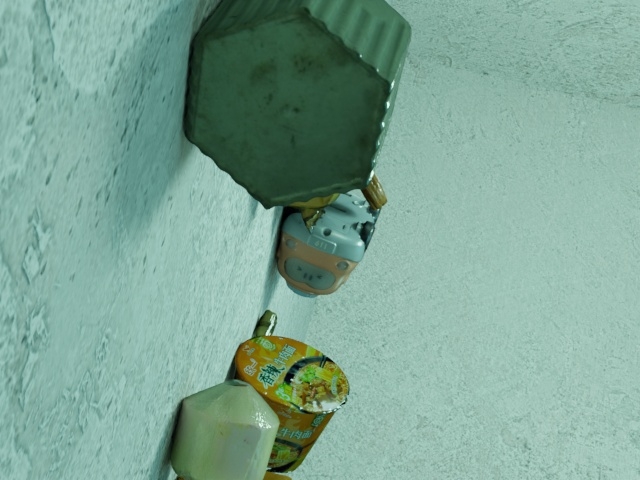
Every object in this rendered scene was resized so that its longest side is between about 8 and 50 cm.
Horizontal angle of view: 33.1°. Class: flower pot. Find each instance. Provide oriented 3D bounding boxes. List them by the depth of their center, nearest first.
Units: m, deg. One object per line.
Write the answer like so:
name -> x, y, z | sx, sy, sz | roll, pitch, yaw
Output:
flower pot -> -0.022, -0.174, 1.174 | 0.209, 0.239, 0.189 | -41, -163, 29

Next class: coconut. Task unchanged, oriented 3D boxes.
coconut -> -0.137, 0.275, 1.549 | 0.147, 0.147, 0.153 | 15, 90, -86

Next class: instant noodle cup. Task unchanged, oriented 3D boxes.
instant noodle cup -> -0.081, 0.321, 2.062 | 0.230, 0.230, 0.182 | -68, 180, -65

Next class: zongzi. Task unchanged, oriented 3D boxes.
zongzi -> -0.124, 0.195, 2.266 | 0.083, 0.040, 0.076 | -53, -171, 52

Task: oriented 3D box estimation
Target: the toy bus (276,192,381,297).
toy bus -> 0.000, 0.000, 2.350 | 0.288, 0.194, 0.232 | -70, -175, -64

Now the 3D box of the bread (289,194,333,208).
bread -> -0.023, -0.146, 1.799 | 0.190, 0.132, 0.114 | 102, 3, -58

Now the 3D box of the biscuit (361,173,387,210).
biscuit -> 0.076, -0.159, 2.267 | 0.205, 0.049, 0.324 | 58, 1, -24

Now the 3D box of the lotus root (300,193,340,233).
lotus root -> -0.009, -0.123, 2.128 | 0.118, 0.125, 0.221 | -174, -88, -68

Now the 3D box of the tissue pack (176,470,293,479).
tissue pack -> -0.146, 0.443, 1.615 | 0.274, 0.194, 0.145 | -51, 154, -82
